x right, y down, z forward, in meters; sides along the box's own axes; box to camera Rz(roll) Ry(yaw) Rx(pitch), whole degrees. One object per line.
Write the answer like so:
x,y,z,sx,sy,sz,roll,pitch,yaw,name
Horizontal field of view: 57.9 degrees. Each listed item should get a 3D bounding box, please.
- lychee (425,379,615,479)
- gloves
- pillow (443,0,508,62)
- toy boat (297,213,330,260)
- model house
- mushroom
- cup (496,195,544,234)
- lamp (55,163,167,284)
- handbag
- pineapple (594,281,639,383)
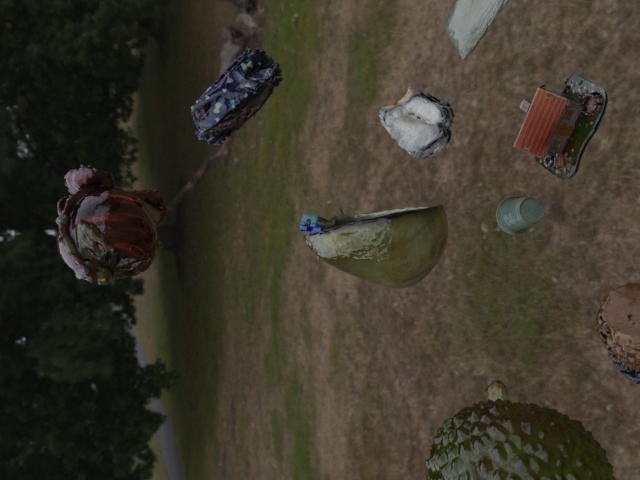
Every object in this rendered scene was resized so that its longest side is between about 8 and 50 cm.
0.283,0.355,0.831,0.270,0.320,0.269,25,136,27,lychee
0.184,-0.215,1.067,0.153,0.114,0.070,55,-178,42,gloves
0.338,-0.500,1.190,0.229,0.050,0.148,-56,32,41,pillow
0.000,0.000,1.573,0.091,0.175,0.110,8,80,30,toy boat
0.692,-0.342,1.729,0.207,0.154,0.293,-109,28,-55,model house
0.105,0.024,1.263,0.292,0.218,0.211,12,117,46,mushroom
0.600,-0.079,1.714,0.141,0.120,0.119,149,119,-82,cup
-0.333,-0.021,0.952,0.151,0.215,0.223,-7,66,26,lamp
-0.203,-0.339,1.378,0.113,0.260,0.162,42,175,5,handbag
0.838,0.270,1.493,0.357,0.223,0.222,53,-170,-46,pineapple
